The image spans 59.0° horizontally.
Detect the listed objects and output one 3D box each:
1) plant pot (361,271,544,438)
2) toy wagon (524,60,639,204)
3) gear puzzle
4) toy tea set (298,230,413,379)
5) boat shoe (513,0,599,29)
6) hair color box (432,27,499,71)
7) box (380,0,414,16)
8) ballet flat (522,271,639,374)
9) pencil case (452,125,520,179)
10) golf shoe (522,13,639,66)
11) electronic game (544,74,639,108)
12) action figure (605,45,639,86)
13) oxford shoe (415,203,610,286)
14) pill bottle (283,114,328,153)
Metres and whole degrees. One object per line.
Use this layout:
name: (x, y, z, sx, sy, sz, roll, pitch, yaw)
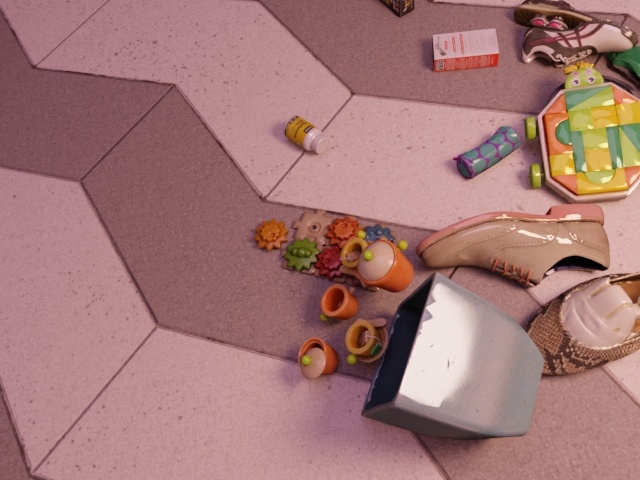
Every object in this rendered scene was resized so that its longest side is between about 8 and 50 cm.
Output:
plant pot: (0.253, 0.246, 1.045, 0.252, 0.247, 0.247, 23, 67, 0)
toy wagon: (0.608, -0.256, 1.288, 0.267, 0.068, 0.344, -6, 78, 15)
gear puzzle: (0.000, 0.000, 1.330, 0.339, 0.044, 0.175, 13, 66, 18)
toy tea set: (0.055, 0.128, 1.149, 0.200, 0.124, 0.336, 10, 73, 46)
boat shoe: (0.636, -0.605, 1.512, 0.224, 0.080, 0.073, 23, 74, 26)
hair color box: (0.388, -0.512, 1.526, 0.167, 0.053, 0.093, -2, 63, 9)
box: (0.192, -0.784, 1.608, 0.056, 0.231, 0.183, -33, 62, -11)
ballet flat: (0.612, 0.112, 1.071, 0.483, 0.182, 0.164, -19, 61, 1)
pencil case: (0.398, -0.211, 1.354, 0.152, 0.064, 0.070, -34, 77, -8)
golf shoe: (0.652, -0.493, 1.437, 0.273, 0.105, 0.120, 20, 90, 36)
electronic game: (0.658, -0.299, 1.359, 0.229, 0.048, 0.229, -4, 69, 12)
action figure: (0.806, -0.423, 1.390, 0.137, 0.063, 0.232, -39, 55, -9)
oxford shoe: (0.405, 0.024, 1.188, 0.397, 0.140, 0.146, -9, 68, 8)
pill bottle: (-0.036, -0.274, 1.474, 0.116, 0.065, 0.065, 36, 74, 25)
